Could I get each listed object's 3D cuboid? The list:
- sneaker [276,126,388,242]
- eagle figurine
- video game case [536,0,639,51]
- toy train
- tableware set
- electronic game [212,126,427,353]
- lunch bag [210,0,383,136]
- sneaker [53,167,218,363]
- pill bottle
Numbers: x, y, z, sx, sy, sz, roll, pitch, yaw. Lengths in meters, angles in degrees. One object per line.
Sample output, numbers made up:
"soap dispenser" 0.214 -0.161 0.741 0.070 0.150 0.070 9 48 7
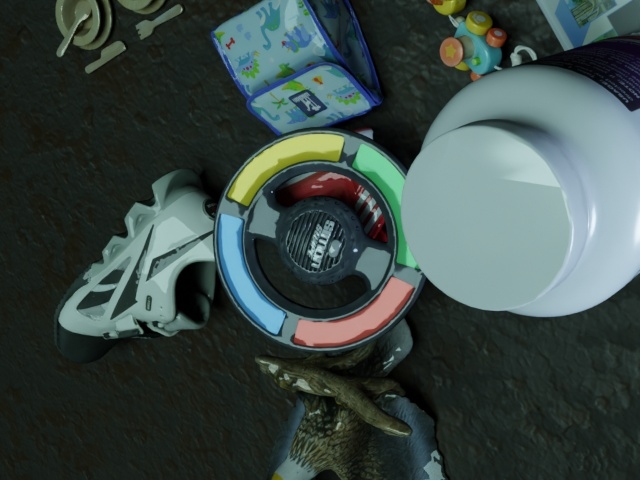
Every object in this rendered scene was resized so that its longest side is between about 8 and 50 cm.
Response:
"sneaker" -0.008 -0.017 1.174 0.221 0.087 0.128 -33 84 35
"eagle figurine" 0.018 0.233 1.202 0.226 0.225 0.298 -107 2 -47
"video game case" 0.338 -0.219 0.904 0.300 0.036 0.329 -31 86 37
"toy train" 0.140 -0.224 1.010 0.125 0.046 0.166 -2 106 60
"tableware set" -0.257 -0.292 1.301 0.194 0.039 0.128 -22 91 38
"electronic game" 0.000 0.000 1.099 0.229 0.048 0.229 1 93 15
"lunch bag" -0.020 -0.186 1.137 0.129 0.096 0.151 -20 106 35
"sneaker" -0.213 0.075 1.328 0.146 0.122 0.330 51 126 15
"pill bottle" 0.193 -0.053 0.831 0.181 0.323 0.181 11 111 33
